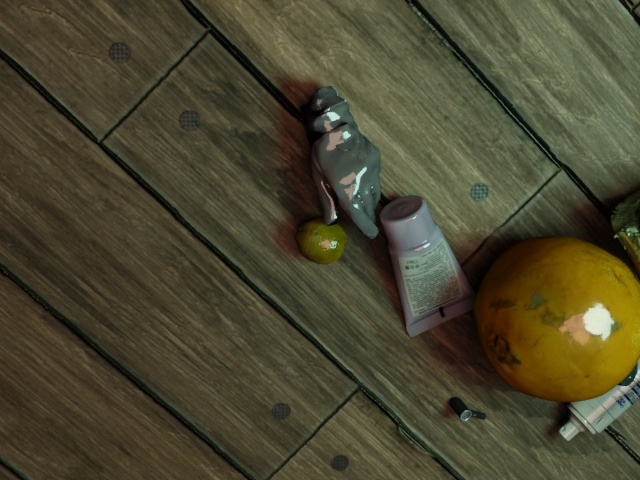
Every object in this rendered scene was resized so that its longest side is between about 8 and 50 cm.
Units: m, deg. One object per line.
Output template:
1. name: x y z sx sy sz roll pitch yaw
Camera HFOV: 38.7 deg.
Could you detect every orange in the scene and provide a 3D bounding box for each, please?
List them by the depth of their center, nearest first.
1. orange: 0.435 0.140 1.654 0.312 0.312 0.312 -2 104 -8
2. orange: 0.000 0.000 1.670 0.095 0.085 0.085 18 100 -4

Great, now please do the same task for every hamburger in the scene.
1. hamburger: 0.648 0.004 1.678 0.132 0.309 0.211 -18 104 38

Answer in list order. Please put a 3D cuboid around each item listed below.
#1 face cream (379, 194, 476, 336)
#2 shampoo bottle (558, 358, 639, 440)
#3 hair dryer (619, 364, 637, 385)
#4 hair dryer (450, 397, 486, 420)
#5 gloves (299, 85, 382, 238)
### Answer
1. face cream: 0.197 0.049 1.715 0.154 0.096 0.274 -25 118 -4
2. shampoo bottle: 0.597 0.288 1.820 0.303 0.092 0.092 -44 105 5
3. hair dryer: 0.574 0.174 1.793 0.071 0.124 0.219 33 74 -37
4. hair dryer: 0.301 0.342 1.820 0.083 0.047 0.026 20 109 -31
5. gloves: 0.038 -0.132 1.624 0.142 0.119 0.286 -25 105 0
